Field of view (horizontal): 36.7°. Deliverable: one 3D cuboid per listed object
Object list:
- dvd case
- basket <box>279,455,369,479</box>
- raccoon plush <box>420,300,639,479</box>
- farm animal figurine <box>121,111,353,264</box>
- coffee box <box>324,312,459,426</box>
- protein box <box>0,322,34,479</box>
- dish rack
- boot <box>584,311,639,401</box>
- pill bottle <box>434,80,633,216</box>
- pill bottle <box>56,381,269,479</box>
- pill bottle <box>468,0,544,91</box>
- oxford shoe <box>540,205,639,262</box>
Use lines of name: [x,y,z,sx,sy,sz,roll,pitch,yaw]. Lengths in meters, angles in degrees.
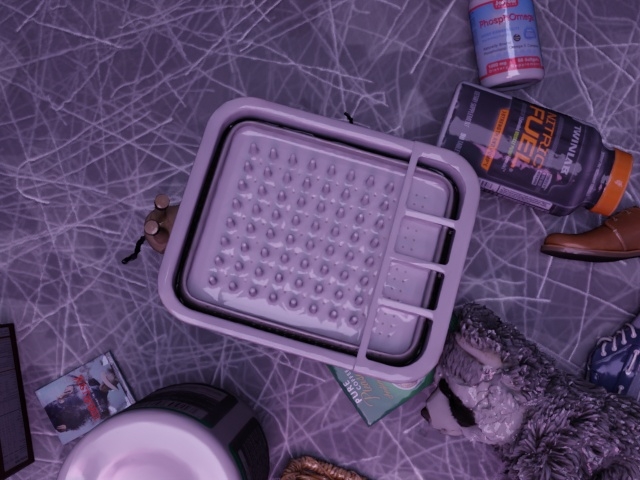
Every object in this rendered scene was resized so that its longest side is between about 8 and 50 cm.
dvd case: [-0.325,0.219,1.340,0.120,0.013,0.087,-28,87,1]
basket: [0.053,0.434,1.210,0.299,0.213,0.223,23,90,4]
raccoon plush: [0.353,0.189,1.205,0.447,0.216,0.299,-16,90,-8]
farm animal figurine: [-0.037,-0.011,1.262,0.330,0.172,0.326,34,76,4]
coffee box: [0.108,0.154,1.303,0.184,0.040,0.113,-37,86,1]
protein box: [-0.514,0.227,1.289,0.200,0.136,0.201,-10,87,2]
dish rack: [0.000,0.000,1.135,0.333,0.072,0.285,16,76,0]
boot: [0.405,0.139,1.270,0.086,0.069,0.189,13,92,7]
pill bottle: [0.275,-0.111,1.257,0.246,0.130,0.130,19,89,3]
pill bottle: [-0.168,0.279,1.154,0.204,0.361,0.204,0,88,4]
pill bottle: [0.245,-0.284,1.286,0.087,0.087,0.160,-9,88,3]
oxford shoe: [0.393,-0.007,1.278,0.212,0.076,0.076,-2,86,-7]
